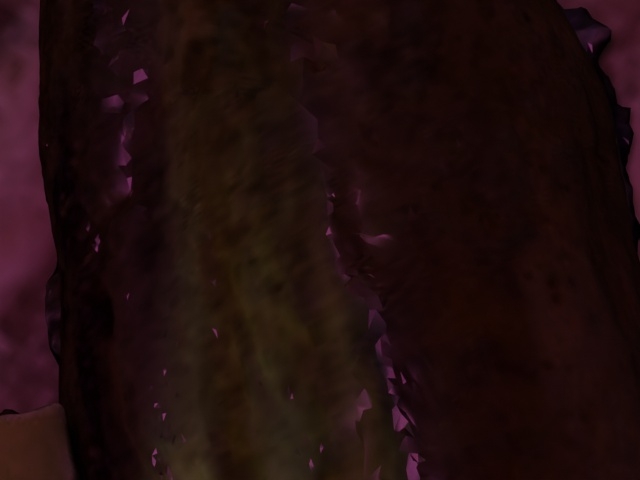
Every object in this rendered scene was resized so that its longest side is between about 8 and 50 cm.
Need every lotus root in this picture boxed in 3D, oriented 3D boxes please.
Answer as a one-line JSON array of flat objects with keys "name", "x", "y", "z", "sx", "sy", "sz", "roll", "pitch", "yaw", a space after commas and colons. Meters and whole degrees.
[{"name": "lotus root", "x": 0.000, "y": -0.001, "z": 0.462, "sx": 0.167, "sy": 0.078, "sz": 0.329, "roll": -14, "pitch": 73, "yaw": 6}]

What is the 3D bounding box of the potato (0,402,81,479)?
[{"name": "potato", "x": -0.116, "y": 0.088, "z": 0.452, "sx": 0.122, "sy": 0.061, "sz": 0.086, "roll": -17, "pitch": 73, "yaw": 31}]
